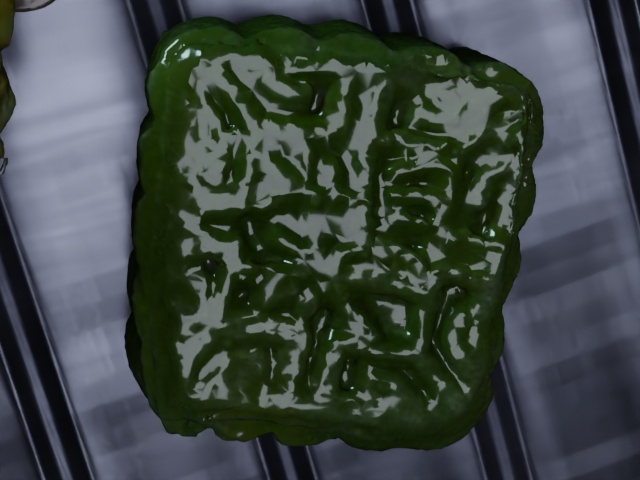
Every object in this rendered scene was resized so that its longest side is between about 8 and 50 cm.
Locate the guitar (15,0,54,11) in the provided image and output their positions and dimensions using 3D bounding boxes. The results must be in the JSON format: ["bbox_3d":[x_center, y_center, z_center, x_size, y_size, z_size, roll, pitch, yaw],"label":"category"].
[{"bbox_3d":[-0.141,-0.259,0.942,0.083,0.038,0.271,20,103,-13],"label":"guitar"}]

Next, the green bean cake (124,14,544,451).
[{"bbox_3d":[0.000,0.000,0.979,0.222,0.125,0.248,6,102,-9],"label":"green bean cake"}]

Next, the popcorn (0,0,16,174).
[{"bbox_3d":[-0.297,-0.072,0.864,0.282,0.247,0.282,3,113,7],"label":"popcorn"}]
